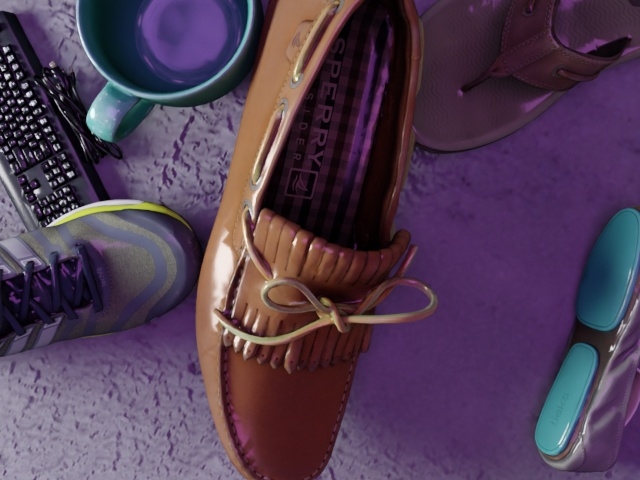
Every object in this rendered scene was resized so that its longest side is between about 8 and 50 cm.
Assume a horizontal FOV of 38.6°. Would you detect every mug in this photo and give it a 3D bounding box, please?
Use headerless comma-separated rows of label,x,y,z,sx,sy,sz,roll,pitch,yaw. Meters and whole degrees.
mug,-0.120,-0.161,0.697,0.157,0.097,0.130,-25,91,4

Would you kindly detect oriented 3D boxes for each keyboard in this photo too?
keyboard,-0.234,-0.098,0.736,0.100,0.038,0.192,-28,92,4

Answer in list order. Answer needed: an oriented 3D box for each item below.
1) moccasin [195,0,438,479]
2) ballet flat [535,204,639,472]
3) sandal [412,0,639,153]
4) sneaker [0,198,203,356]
moccasin,0.003,0.001,0.659,0.139,0.147,0.380,13,97,-25
ballet flat,0.229,0.079,0.710,0.068,0.072,0.213,16,96,-20
sandal,0.187,-0.168,0.685,0.302,0.086,0.120,-26,91,4
sneaker,-0.234,0.049,0.693,0.299,0.121,0.111,-15,103,5
